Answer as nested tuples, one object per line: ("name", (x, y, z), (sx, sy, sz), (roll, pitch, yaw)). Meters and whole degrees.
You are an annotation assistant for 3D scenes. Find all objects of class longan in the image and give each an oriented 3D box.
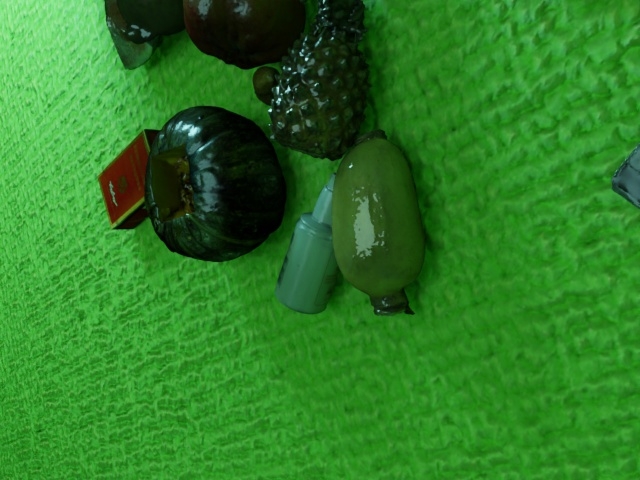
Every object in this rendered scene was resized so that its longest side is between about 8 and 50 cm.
("longan", (-0.347, -0.509, 1.453), (0.185, 0.159, 0.204), (37, 98, 24))

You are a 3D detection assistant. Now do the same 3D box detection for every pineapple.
("pineapple", (0.023, -0.318, 1.142), (0.175, 0.175, 0.361), (20, 93, 41))

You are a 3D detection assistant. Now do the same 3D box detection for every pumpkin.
("pumpkin", (-0.213, -0.110, 1.339), (0.320, 0.192, 0.321), (1, 91, 43))

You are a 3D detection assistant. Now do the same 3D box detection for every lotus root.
("lotus root", (0.090, -0.026, 1.098), (0.146, 0.130, 0.304), (-7, 88, 45))

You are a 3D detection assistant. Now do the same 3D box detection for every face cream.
("face cream", (0.000, 0.000, 1.209), (0.101, 0.101, 0.252), (34, 115, 37))

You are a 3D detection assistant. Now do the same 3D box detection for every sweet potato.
("sweet potato", (-0.097, -0.285, 1.253), (0.202, 0.055, 0.058), (-174, 94, -86))

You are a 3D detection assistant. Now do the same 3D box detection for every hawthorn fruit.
("hawthorn fruit", (-0.139, -0.446, 1.238), (0.224, 0.224, 0.261), (-11, 73, 43))

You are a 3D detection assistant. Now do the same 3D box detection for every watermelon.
("watermelon", (-0.432, -0.502, 1.596), (0.146, 0.128, 0.231), (121, 141, -64))

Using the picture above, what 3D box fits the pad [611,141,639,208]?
("pad", (0.477, -0.063, 0.806), (0.233, 0.022, 0.174), (49, 123, 28))

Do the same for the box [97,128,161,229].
("box", (-0.432, -0.140, 1.632), (0.239, 0.074, 0.153), (-31, 76, 39))
